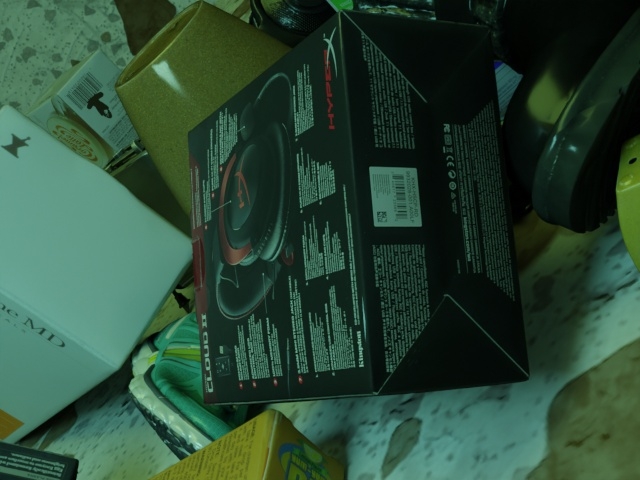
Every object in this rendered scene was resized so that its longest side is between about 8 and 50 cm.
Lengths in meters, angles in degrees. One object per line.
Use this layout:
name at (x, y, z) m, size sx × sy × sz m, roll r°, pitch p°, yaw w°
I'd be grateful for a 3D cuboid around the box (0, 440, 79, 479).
box at (-0.263, 0.272, 0.788) m, size 0.158 × 0.093 × 0.156 m, roll -83°, pitch 8°, yaw -57°

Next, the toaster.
toaster at (-0.172, -0.041, 1.171) m, size 0.110 × 0.185 × 0.168 m, roll -38°, pitch 15°, yaw 12°

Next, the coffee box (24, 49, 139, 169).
coffee box at (-0.278, -0.132, 1.398) m, size 0.141 × 0.246 × 0.098 m, roll -11°, pitch 39°, yaw 54°

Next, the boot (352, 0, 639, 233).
boot at (0.128, -0.153, 0.715) m, size 0.260 × 0.131 × 0.348 m, roll 17°, pitch 43°, yaw 22°

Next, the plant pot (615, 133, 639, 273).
plant pot at (0.212, -0.024, 0.565) m, size 0.081 × 0.083 × 0.081 m, roll -26°, pitch 30°, yaw 39°

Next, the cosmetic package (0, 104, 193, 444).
cosmetic package at (-0.338, 0.067, 1.076) m, size 0.453 × 0.230 × 0.161 m, roll -36°, pitch 21°, yaw 55°

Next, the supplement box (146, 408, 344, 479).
supplement box at (-0.095, 0.212, 0.705) m, size 0.233 × 0.078 × 0.080 m, roll -35°, pitch 24°, yaw 25°

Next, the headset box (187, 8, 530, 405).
headset box at (0.000, 0.000, 0.681) m, size 0.293 × 0.110 × 0.218 m, roll -22°, pitch 71°, yaw 61°

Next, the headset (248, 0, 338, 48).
headset at (-0.036, -0.280, 1.230) m, size 0.394 × 0.185 × 0.243 m, roll -59°, pitch -6°, yaw -1°

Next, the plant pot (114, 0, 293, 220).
plant pot at (-0.069, -0.100, 0.970) m, size 0.237 × 0.254 × 0.237 m, roll -37°, pitch 25°, yaw 20°

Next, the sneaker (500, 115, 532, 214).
sneaker at (0.127, -0.051, 0.783) m, size 0.188 × 0.067 × 0.078 m, roll -29°, pitch 21°, yaw 29°

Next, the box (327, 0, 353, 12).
box at (0.121, -0.316, 1.038) m, size 0.262 × 0.231 × 0.126 m, roll -12°, pitch 38°, yaw 53°

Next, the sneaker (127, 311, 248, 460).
sneaker at (-0.098, 0.119, 0.847) m, size 0.110 × 0.107 × 0.275 m, roll -37°, pitch 22°, yaw -3°

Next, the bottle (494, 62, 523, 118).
bottle at (0.180, -0.187, 0.893) m, size 0.283 × 0.092 × 0.118 m, roll -42°, pitch 22°, yaw 8°
